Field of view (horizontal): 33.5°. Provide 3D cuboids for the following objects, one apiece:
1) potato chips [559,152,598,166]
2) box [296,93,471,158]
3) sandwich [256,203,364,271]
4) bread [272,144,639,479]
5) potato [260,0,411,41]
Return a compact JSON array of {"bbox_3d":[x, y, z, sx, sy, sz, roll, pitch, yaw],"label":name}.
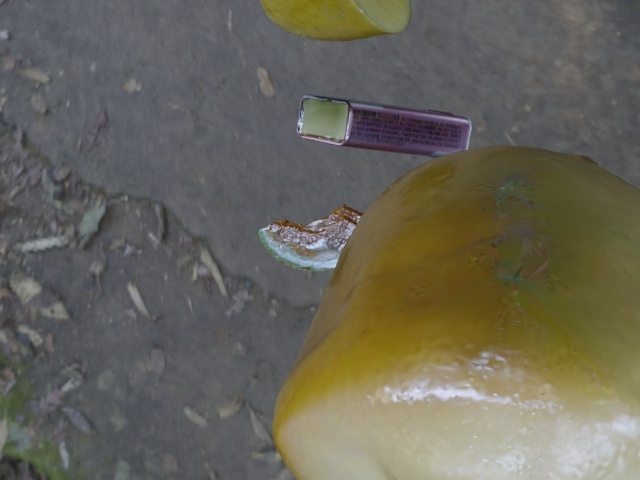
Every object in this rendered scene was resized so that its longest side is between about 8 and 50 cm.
[{"bbox_3d":[0.328,-0.094,1.672,0.208,0.195,0.062,-19,112,-35],"label":"potato chips"},{"bbox_3d":[0.089,-0.157,1.472,0.224,0.120,0.069,3,100,-39],"label":"box"},{"bbox_3d":[0.002,0.001,1.157,0.135,0.029,0.067,-11,104,11],"label":"sandwich"},{"bbox_3d":[0.154,0.085,0.889,0.348,0.376,0.253,12,129,14],"label":"bread"},{"bbox_3d":[-0.004,-0.324,1.285,0.158,0.178,0.203,-14,113,33],"label":"potato"}]
